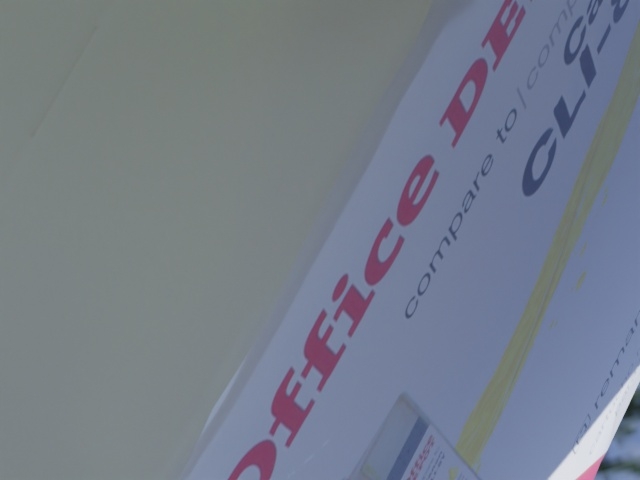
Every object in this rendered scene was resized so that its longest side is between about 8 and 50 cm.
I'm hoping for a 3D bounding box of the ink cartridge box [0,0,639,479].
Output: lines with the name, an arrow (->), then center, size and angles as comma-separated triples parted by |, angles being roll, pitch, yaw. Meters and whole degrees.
ink cartridge box -> 0.000, 0.000, 0.619 | 0.160, 0.279, 0.385 | 24, -12, 22
